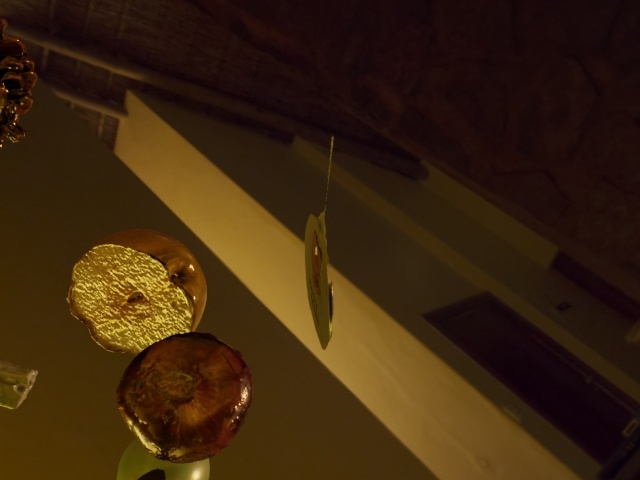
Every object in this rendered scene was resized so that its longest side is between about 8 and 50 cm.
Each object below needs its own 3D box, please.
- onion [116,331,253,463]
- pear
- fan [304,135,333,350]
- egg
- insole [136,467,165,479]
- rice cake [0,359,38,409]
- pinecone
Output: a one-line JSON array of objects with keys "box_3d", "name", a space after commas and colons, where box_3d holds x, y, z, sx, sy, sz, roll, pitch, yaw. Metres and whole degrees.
[{"box_3d": [-0.257, 0.298, 1.198, 0.252, 0.252, 0.219, -35, -12, -23], "name": "onion"}, {"box_3d": [-0.446, 0.119, 1.624, 0.387, 0.340, 0.191, -21, 19, 31], "name": "pear"}, {"box_3d": [-0.001, 0.000, 0.780, 0.010, 0.182, 0.310, -5, -48, -12], "name": "fan"}, {"box_3d": [-0.386, 0.573, 1.546, 0.220, 0.220, 0.269, -55, 8, 8], "name": "egg"}, {"box_3d": [-0.341, 0.527, 1.112, 0.111, 0.328, 0.007, -26, -70, 8], "name": "insole"}, {"box_3d": [-0.578, 0.156, 0.887, 0.336, 0.066, 0.063, 24, -90, -17], "name": "rice cake"}, {"box_3d": [-0.586, -0.268, 1.016, 0.244, 0.257, 0.243, -27, -37, -23], "name": "pinecone"}]
